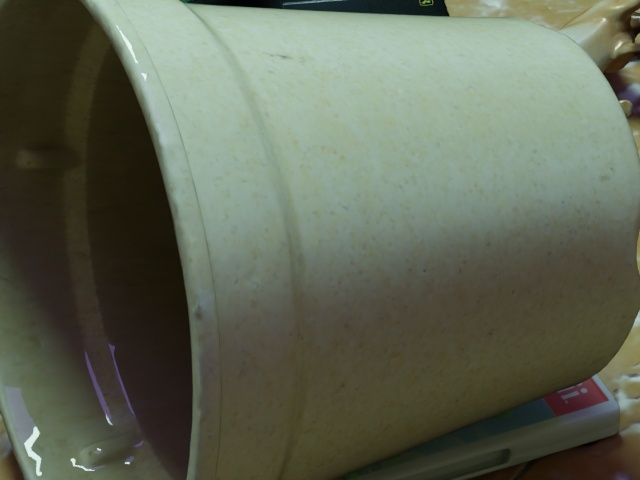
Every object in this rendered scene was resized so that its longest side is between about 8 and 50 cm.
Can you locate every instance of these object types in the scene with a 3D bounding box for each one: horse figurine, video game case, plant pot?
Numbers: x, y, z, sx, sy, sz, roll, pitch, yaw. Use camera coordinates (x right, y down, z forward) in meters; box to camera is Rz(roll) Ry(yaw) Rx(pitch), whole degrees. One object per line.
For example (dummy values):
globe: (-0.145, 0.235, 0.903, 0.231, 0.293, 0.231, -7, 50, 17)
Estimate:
horse figurine: (0.183, -0.118, 1.370, 0.263, 0.066, 0.174, -42, 17, -26)
video game case: (0.014, 0.086, 1.184, 0.285, 0.025, 0.204, -14, 40, -16)
plant pot: (0.000, 0.000, 1.053, 0.305, 0.334, 0.334, -9, 38, -27)

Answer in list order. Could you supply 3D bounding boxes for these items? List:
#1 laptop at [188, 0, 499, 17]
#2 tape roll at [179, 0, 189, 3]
laptop: (-0.004, -0.168, 1.416, 0.234, 0.136, 0.264, -4, 39, -4)
tape roll: (-0.203, -0.255, 1.490, 0.321, 0.077, 0.321, -17, 41, 15)
